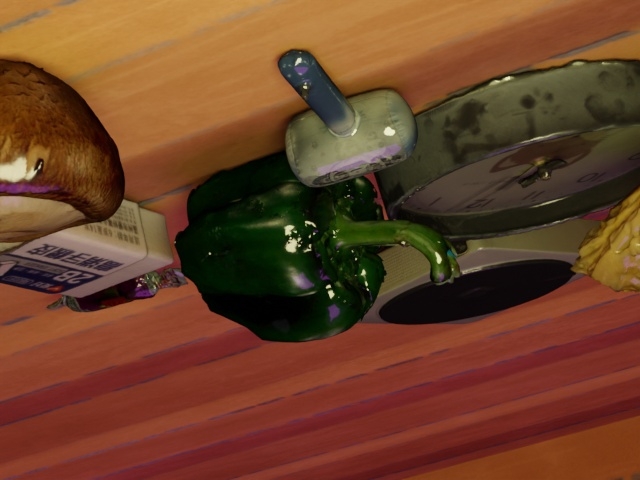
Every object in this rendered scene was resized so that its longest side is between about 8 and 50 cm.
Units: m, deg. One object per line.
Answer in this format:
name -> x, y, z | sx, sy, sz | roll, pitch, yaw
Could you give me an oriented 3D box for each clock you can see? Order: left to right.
clock -> 0.212, -0.082, 1.763 | 0.325, 0.067, 0.325 | -11, 164, -3

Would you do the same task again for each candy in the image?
candy -> -0.218, 0.048, 1.951 | 0.175, 0.043, 0.045 | -14, 166, 21

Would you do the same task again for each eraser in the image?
eraser -> -0.244, 0.000, 1.716 | 0.124, 0.068, 0.210 | -22, 162, 23

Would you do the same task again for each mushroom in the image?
mushroom -> -0.252, -0.065, 1.402 | 0.194, 0.138, 0.231 | -15, -178, -44

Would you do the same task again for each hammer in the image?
hammer -> 0.006, -0.110, 1.541 | 0.116, 0.070, 0.194 | -15, 156, 15

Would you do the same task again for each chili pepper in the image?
chili pepper -> 0.000, 0.000, 1.691 | 0.261, 0.165, 0.174 | -9, 133, 19

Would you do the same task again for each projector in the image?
projector -> 0.170, 0.028, 2.083 | 0.259, 0.079, 0.257 | 4, 158, -44

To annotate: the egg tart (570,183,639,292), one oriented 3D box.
egg tart -> 0.418, -0.056, 1.679 | 0.339, 0.153, 0.351 | -47, 159, 25
